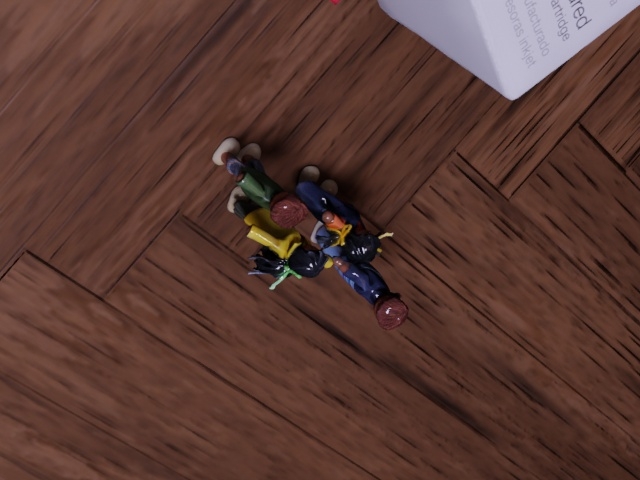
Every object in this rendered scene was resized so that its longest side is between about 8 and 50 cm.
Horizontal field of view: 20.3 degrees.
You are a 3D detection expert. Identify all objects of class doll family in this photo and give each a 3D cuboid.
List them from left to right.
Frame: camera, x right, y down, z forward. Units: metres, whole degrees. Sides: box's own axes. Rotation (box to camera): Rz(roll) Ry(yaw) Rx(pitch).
[{"bbox_3d":[0.000,0.000,1.281,0.193,0.111,0.076,16,109,-40],"label":"doll family"}]

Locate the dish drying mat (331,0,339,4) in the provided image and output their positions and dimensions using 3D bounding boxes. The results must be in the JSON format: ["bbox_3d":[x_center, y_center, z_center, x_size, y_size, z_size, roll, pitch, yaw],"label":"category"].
[{"bbox_3d":[0.027,-0.203,1.234,0.083,0.008,0.032,-52,134,6],"label":"dish drying mat"}]

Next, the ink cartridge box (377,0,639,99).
[{"bbox_3d":[0.190,-0.330,1.145,0.395,0.166,0.285,-38,134,-10],"label":"ink cartridge box"}]
